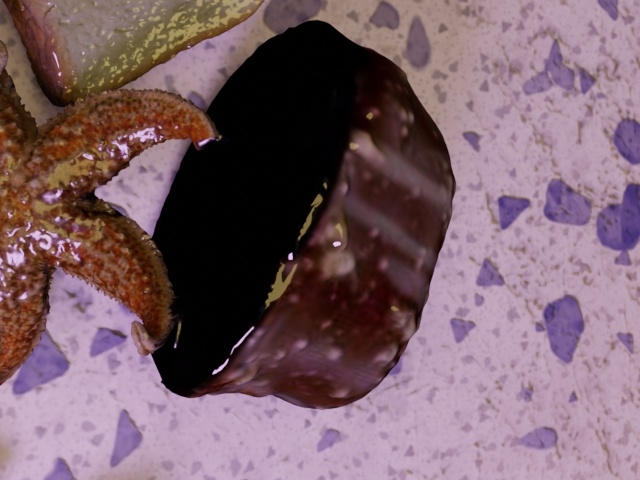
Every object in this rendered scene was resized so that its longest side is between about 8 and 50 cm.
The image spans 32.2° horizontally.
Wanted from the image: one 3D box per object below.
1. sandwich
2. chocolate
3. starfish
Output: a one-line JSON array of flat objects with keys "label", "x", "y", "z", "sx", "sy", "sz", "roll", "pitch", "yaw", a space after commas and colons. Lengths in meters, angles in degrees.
[{"label": "sandwich", "x": -0.174, "y": -0.280, "z": 0.921, "sx": 0.254, "sy": 0.099, "sz": 0.288, "roll": -34, "pitch": 127, "yaw": -13}, {"label": "chocolate", "x": 0.000, "y": 0.000, "z": 0.991, "sx": 0.210, "sy": 0.225, "sz": 0.340, "roll": 26, "pitch": 80, "yaw": -35}, {"label": "starfish", "x": -0.232, "y": -0.008, "z": 0.895, "sx": 0.303, "sy": 0.113, "sz": 0.312, "roll": 31, "pitch": 105, "yaw": 6}]
